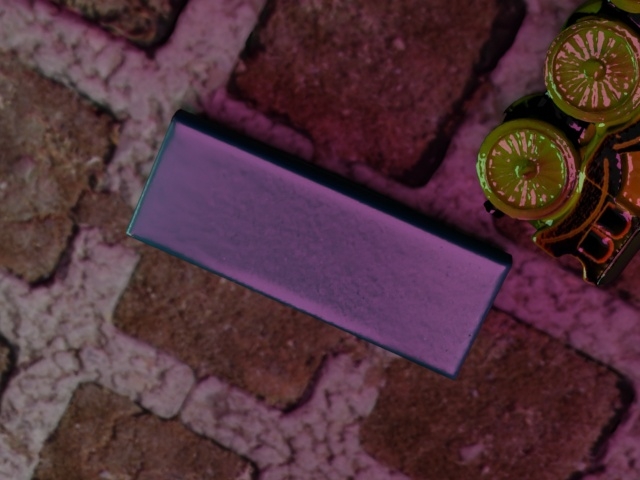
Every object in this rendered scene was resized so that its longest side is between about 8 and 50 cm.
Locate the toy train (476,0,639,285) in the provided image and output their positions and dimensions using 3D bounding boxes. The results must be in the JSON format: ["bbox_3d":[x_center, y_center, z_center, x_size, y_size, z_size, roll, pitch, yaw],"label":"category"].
[{"bbox_3d":[0.238,-0.112,1.321,0.161,0.100,0.296,36,119,10],"label":"toy train"}]

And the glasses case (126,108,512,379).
[{"bbox_3d":[0.001,-0.002,1.449,0.301,0.070,0.117,25,110,0],"label":"glasses case"}]
